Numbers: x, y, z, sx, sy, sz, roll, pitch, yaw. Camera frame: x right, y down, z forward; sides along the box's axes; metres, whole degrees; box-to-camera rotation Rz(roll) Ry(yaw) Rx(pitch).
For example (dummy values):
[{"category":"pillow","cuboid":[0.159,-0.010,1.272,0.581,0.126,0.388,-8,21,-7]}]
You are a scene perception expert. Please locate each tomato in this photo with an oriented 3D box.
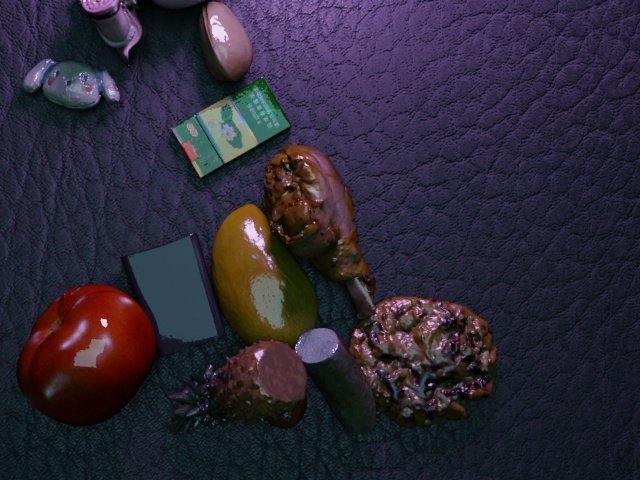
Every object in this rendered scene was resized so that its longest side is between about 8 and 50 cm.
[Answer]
[{"category":"tomato","cuboid":[-0.465,0.240,1.794,0.298,0.298,0.226,-45,119,-7]}]

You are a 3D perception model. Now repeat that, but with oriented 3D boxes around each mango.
[{"category":"mango","cuboid":[-0.132,0.096,1.908,0.195,0.142,0.331,-32,82,-12]}]

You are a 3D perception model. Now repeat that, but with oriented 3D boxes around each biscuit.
[{"category":"biscuit","cuboid":[0.228,0.267,1.959,0.334,0.081,0.289,0,85,-4]}]

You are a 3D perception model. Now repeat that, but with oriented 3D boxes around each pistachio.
[{"category":"pistachio","cuboid":[-0.213,-0.432,1.940,0.108,0.126,0.185,-22,83,24]}]

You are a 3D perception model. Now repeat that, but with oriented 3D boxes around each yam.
[{"category":"yam","cuboid":[0.043,0.299,1.888,0.106,0.106,0.259,-35,126,-7]}]

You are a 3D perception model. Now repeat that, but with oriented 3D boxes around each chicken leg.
[{"category":"chicken leg","cuboid":[0.000,0.000,1.875,0.182,0.295,0.409,-24,101,12]}]

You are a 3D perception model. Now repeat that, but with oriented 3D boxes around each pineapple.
[{"category":"pineapple","cuboid":[-0.186,0.322,1.839,0.340,0.169,0.169,-30,90,36]}]

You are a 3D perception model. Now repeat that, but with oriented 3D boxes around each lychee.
[{"category":"lychee","cuboid":[-0.075,0.340,1.918,0.101,0.140,0.114,31,122,-7]}]

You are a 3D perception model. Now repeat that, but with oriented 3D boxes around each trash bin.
[{"category":"trash bin","cuboid":[-0.308,0.115,1.902,0.165,0.115,0.225,-19,92,-7]}]

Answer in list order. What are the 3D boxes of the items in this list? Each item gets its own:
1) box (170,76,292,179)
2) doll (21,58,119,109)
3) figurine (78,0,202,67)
[{"category":"box","cuboid":[-0.196,-0.248,1.970,0.235,0.034,0.132,-30,90,-6]},{"category":"doll","cuboid":[-0.535,-0.336,1.925,0.214,0.071,0.103,10,77,2]},{"category":"figurine","cuboid":[-0.350,-0.566,1.895,0.361,0.253,0.211,-43,135,1]}]
